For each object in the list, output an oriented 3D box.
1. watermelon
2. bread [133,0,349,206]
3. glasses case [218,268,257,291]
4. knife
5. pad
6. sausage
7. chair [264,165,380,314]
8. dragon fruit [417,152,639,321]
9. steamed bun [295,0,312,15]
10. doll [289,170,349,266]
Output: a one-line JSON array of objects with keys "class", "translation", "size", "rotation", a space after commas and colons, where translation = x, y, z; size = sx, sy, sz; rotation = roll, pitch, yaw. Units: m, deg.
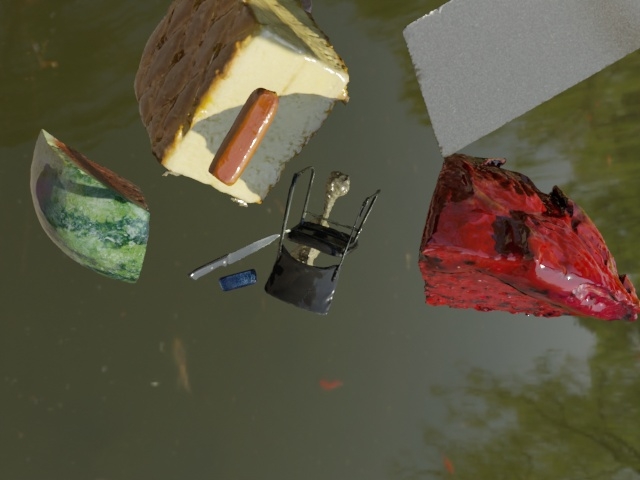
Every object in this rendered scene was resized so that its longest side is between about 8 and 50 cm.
[{"class": "watermelon", "translation": [-0.389, -0.050, 1.369], "size": [0.260, 0.256, 0.176], "rotation": [25, 53, -26]}, {"class": "bread", "translation": [-0.134, -0.253, 1.240], "size": [0.207, 0.279, 0.279], "rotation": [19, 33, -36]}, {"class": "glasses case", "translation": [-0.177, 0.086, 1.725], "size": [0.023, 0.083, 0.034], "rotation": [21, 54, -86]}, {"class": "knife", "translation": [-0.124, 0.022, 1.171], "size": [0.170, 0.010, 0.023], "rotation": [-27, 144, -35]}, {"class": "pad", "translation": [0.169, -0.157, 0.598], "size": [0.003, 0.211, 0.143], "rotation": [62, 1, 40]}, {"class": "sausage", "translation": [-0.093, -0.130, 0.989], "size": [0.041, 0.039, 0.131], "rotation": [30, 91, -13]}, {"class": "chair", "translation": [0.000, 0.000, 1.407], "size": [0.145, 0.140, 0.221], "rotation": [-35, 144, -72]}, {"class": "dragon fruit", "translation": [0.277, 0.028, 1.098], "size": [0.302, 0.330, 0.240], "rotation": [-67, -177, -46]}, {"class": "steamed bun", "translation": [-0.108, -0.435, 1.594], "size": [0.145, 0.175, 0.106], "rotation": [102, -22, -57]}, {"class": "doll", "translation": [-0.013, -0.011, 1.654], "size": [0.091, 0.202, 0.286], "rotation": [16, 97, -14]}]
